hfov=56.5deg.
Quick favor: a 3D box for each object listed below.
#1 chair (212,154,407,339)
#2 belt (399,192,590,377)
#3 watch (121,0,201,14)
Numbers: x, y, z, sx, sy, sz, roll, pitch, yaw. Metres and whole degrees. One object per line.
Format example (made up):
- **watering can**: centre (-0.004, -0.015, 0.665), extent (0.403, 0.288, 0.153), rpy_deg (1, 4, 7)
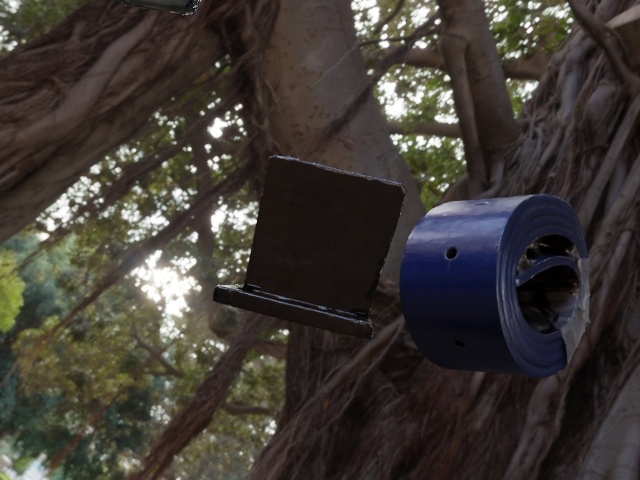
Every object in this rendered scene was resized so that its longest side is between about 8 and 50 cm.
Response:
- **chair**: centre (0.000, 0.000, 0.835), extent (0.203, 0.240, 0.416), rpy_deg (14, -8, 3)
- **belt**: centre (0.227, 0.051, 0.713), extent (0.117, 0.347, 0.212), rpy_deg (-5, -92, 36)
- **watch**: centre (-0.264, -0.447, 1.004), extent (0.276, 0.274, 0.068), rpy_deg (10, -85, 8)
